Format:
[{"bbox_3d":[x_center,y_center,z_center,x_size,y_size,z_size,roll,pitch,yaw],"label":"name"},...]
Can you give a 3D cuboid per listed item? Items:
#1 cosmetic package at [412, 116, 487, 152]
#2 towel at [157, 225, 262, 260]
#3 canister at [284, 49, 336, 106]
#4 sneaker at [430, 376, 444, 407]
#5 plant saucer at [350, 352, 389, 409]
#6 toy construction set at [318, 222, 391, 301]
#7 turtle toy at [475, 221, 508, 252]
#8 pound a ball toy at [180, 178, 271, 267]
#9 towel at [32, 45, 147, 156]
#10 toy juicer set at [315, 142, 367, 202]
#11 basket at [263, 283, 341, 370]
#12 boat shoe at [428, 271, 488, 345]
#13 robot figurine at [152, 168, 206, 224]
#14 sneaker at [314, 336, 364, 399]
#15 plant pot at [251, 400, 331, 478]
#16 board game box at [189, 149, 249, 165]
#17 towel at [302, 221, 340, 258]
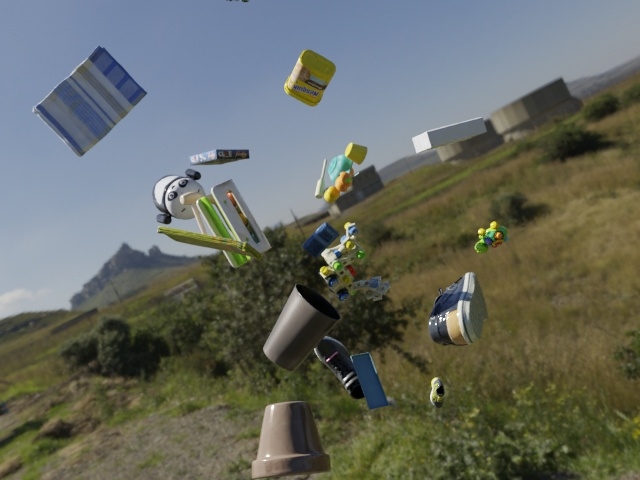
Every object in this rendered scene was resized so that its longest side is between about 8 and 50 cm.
[{"bbox_3d":[0.447,-0.366,2.137,0.239,0.060,0.099,-18,4,-23],"label":"cosmetic package"},{"bbox_3d":[-0.255,0.009,1.429,0.237,0.021,0.102,11,-16,21],"label":"towel"},{"bbox_3d":[-0.033,-0.510,1.944,0.073,0.126,0.170,-66,9,-25],"label":"canister"},{"bbox_3d":[0.291,0.382,1.528,0.031,0.083,0.035,-11,19,-8],"label":"sneaker"},{"bbox_3d":[0.154,0.445,1.956,0.067,0.192,0.018,-7,-38,-17],"label":"plant saucer"},{"bbox_3d":[0.115,0.109,2.285,0.215,0.327,0.151,-40,31,-6],"label":"toy construction set"},{"bbox_3d":[0.579,-0.006,2.090,0.130,0.066,0.095,-34,-34,31],"label":"turtle toy"},{"bbox_3d":[-0.322,-0.069,2.137,0.136,0.319,0.208,-31,1,-42],"label":"pound a ball toy"},{"bbox_3d":[-0.683,-0.411,1.825,0.285,0.209,0.034,-43,-1,0],"label":"towel"},{"bbox_3d":[0.069,-0.227,2.279,0.329,0.089,0.209,-13,57,69],"label":"toy juicer set"},{"bbox_3d":[-0.068,0.283,1.944,0.227,0.154,0.204,-57,38,9],"label":"basket"},{"bbox_3d":[0.462,0.228,2.063,0.156,0.187,0.500,-17,5,22],"label":"boat shoe"},{"bbox_3d":[-0.575,-0.178,2.491,0.173,0.209,0.278,-10,16,-33],"label":"robot figurine"},{"bbox_3d":[0.092,0.491,2.371,0.104,0.296,0.147,-41,18,-1],"label":"sneaker"},{"bbox_3d":[-0.104,0.657,2.039,0.263,0.229,0.263,-6,-20,-2],"label":"plant pot"},{"bbox_3d":[-0.446,-0.364,2.710,0.165,0.042,0.243,-7,4,-39],"label":"board game box"},{"bbox_3d":[0.000,0.000,1.986,0.119,0.067,0.029,-45,17,23],"label":"towel"}]
